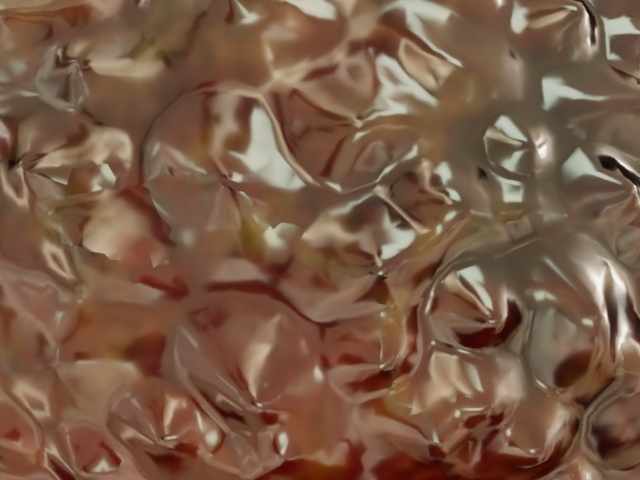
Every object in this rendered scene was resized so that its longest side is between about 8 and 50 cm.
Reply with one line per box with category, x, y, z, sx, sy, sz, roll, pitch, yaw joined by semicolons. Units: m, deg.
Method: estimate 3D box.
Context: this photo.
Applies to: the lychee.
lychee;0.000;0.000;0.585;0.499;0.425;0.425;16;57;7
